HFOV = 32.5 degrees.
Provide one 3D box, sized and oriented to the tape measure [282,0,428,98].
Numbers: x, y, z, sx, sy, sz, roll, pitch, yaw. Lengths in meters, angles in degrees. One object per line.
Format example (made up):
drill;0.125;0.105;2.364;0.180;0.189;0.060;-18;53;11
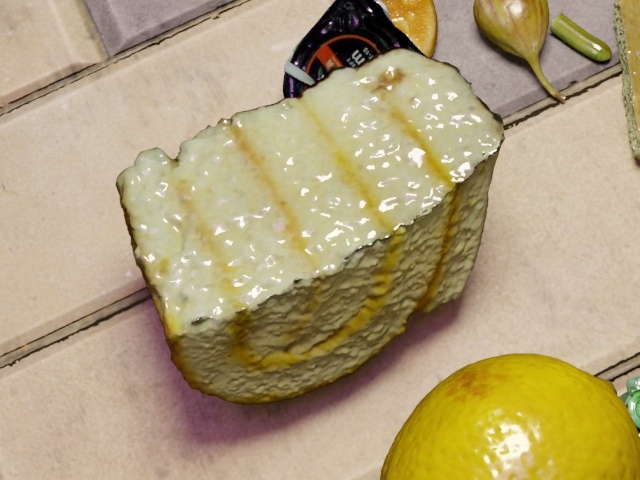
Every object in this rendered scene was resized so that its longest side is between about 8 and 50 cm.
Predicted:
tape measure;0.046;-0.185;1.313;0.181;0.107;0.182;-40;70;17

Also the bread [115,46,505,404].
bread;0.008;-0.001;1.179;0.395;0.264;0.239;-26;53;-4

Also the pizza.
pizza;0.086;-0.270;1.396;0.131;0.041;0.178;-12;65;-1

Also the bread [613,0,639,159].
bread;0.459;-0.205;1.304;0.207;0.056;0.286;-1;66;11

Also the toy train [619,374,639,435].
toy train;0.359;0.259;1.102;0.119;0.085;0.251;1;69;-8

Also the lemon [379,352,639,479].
lemon;0.181;0.239;1.043;0.267;0.267;0.267;-3;66;7

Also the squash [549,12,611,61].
squash;0.324;-0.248;1.360;0.027;0.027;0.083;-44;68;-12

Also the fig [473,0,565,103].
fig;0.260;-0.256;1.339;0.093;0.093;0.166;-36;65;-9
